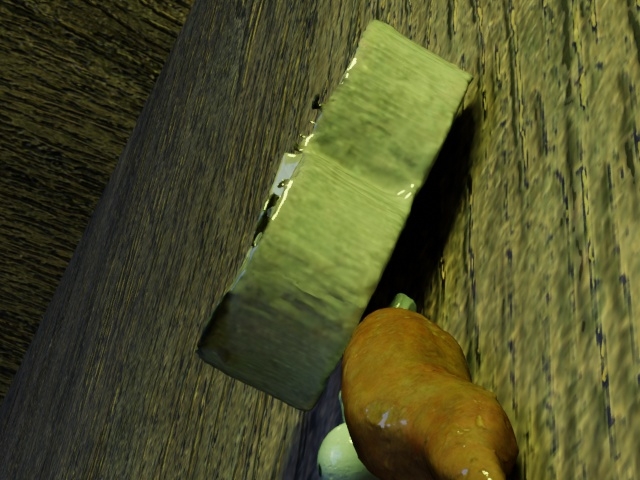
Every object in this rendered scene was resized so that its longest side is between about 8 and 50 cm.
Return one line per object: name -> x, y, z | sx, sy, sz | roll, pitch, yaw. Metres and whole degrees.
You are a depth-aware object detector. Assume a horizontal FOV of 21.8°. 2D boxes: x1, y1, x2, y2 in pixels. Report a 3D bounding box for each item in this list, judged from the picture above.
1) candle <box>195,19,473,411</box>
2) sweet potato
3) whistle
candle -> 0.000, 0.000, 0.783 | 0.192, 0.068, 0.168 | -62, 0, -31
sweet potato -> 0.039, 0.065, 0.594 | 0.056, 0.056, 0.195 | -66, 16, 7
whistle -> 0.023, 0.068, 0.693 | 0.035, 0.035, 0.100 | 134, 157, -60
